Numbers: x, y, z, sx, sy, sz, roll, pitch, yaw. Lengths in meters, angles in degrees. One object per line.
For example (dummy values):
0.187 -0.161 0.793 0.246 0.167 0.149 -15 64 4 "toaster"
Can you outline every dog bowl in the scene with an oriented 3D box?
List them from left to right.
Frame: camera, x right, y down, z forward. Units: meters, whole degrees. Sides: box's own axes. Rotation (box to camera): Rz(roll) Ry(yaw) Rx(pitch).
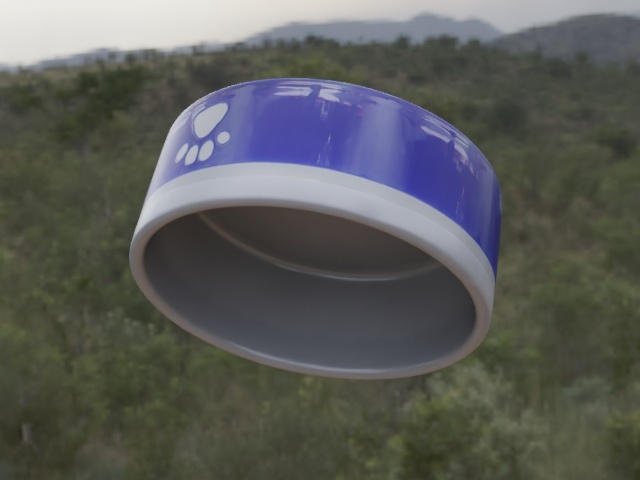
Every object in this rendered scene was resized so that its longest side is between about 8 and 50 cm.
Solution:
0.000 0.000 0.947 0.264 0.104 0.265 9 -29 5 "dog bowl"
